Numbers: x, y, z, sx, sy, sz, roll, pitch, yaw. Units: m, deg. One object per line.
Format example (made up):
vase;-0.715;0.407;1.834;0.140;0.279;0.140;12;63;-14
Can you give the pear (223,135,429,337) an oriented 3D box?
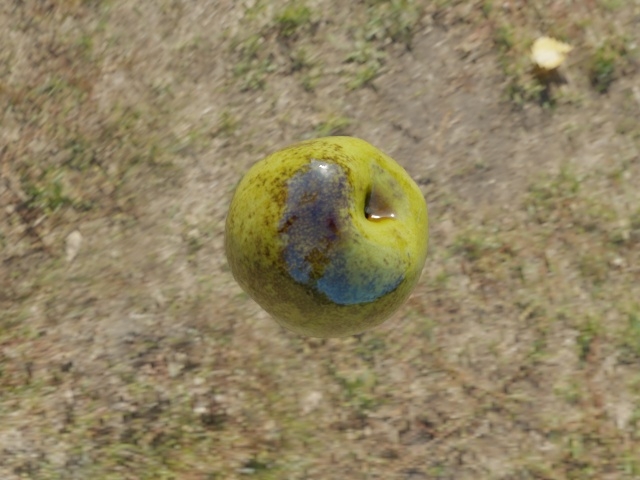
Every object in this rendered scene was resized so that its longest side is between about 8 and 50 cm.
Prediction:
pear;0.000;0.000;1.410;0.197;0.197;0.197;4;80;-22
